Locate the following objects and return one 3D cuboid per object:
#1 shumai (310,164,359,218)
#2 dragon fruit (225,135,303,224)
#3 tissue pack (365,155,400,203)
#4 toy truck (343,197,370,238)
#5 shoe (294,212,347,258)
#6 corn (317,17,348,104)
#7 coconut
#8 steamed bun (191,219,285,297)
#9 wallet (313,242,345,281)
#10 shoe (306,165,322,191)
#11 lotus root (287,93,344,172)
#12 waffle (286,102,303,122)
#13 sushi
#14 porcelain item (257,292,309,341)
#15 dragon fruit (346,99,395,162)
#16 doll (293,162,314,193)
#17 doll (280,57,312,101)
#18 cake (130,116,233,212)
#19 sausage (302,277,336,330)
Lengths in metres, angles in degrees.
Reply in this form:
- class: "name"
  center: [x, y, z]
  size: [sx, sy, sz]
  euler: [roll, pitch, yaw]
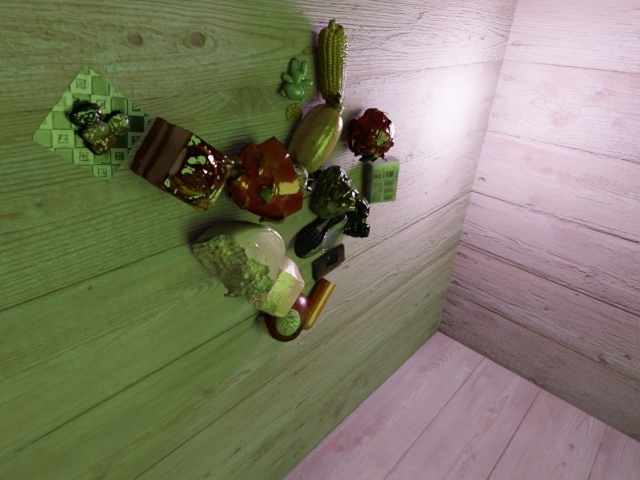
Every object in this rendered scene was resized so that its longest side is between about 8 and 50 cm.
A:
- class: "shumai"
  center: [0.087, -0.202, 1.850]
  size: [0.189, 0.218, 0.256]
  euler: [4, 108, -43]
- class: "dragon fruit"
  center: [-0.218, -0.193, 1.429]
  size: [0.226, 0.305, 0.305]
  euler: [-26, 132, -22]
- class: "tissue pack"
  center: [0.313, -0.327, 2.133]
  size: [0.159, 0.145, 0.229]
  euler: [-9, 123, -11]
- class: "toy truck"
  center: [0.190, -0.127, 2.101]
  size: [0.165, 0.147, 0.224]
  euler: [-55, 149, -55]
- class: "shoe"
  center: [0.000, 0.000, 1.953]
  size: [0.336, 0.132, 0.171]
  euler: [-43, 149, -31]
- class: "corn"
  center: [0.048, -0.682, 1.578]
  size: [0.119, 0.119, 0.322]
  euler: [-36, 141, -32]
- class: "coconut"
  center: [-0.191, 0.181, 1.725]
  size: [0.233, 0.233, 0.245]
  euler: [30, 87, -54]
- class: "steamed bun"
  center: [-0.299, 0.033, 1.462]
  size: [0.272, 0.290, 0.273]
  euler: [56, 48, -44]
- class: "wallet"
  center: [0.047, 0.114, 2.138]
  size: [0.230, 0.042, 0.124]
  euler: [-32, 136, -33]
- class: "shoe"
  center: [-0.036, -0.294, 1.719]
  size: [0.227, 0.112, 0.099]
  euler: [-56, 143, -8]
- class: "lotus root"
  center: [-0.008, -0.423, 1.614]
  size: [0.342, 0.169, 0.151]
  euler: [-58, 144, 2]
- class: "waffle"
  center: [-0.101, -0.497, 1.592]
  size: [0.085, 0.016, 0.078]
  euler: [-23, 125, -43]
- class: "sushi"
  center: [-0.587, -0.296, 1.085]
  size: [0.231, 0.047, 0.219]
  euler: [-58, 144, -7]
- class: "porcelain item"
  center: [-0.177, 0.336, 1.893]
  size: [0.253, 0.253, 0.253]
  euler: [-29, 132, -38]
- class: "dragon fruit"
  center: [0.228, -0.506, 1.868]
  size: [0.234, 0.234, 0.293]
  euler: [9, 74, -53]
- class: "doll"
  center: [-0.113, -0.217, 1.605]
  size: [0.105, 0.115, 0.221]
  euler: [-64, -169, -29]
- class: "doll"
  center: [-0.087, -0.591, 1.503]
  size: [0.115, 0.077, 0.150]
  euler: [15, 97, -8]
- class: "cake"
  center: [-0.383, -0.214, 1.187]
  size: [0.199, 0.293, 0.196]
  euler: [35, 84, -50]
- class: "sausage"
  center: [-0.031, 0.348, 2.144]
  size: [0.312, 0.093, 0.093]
  euler: [-60, 144, -4]
